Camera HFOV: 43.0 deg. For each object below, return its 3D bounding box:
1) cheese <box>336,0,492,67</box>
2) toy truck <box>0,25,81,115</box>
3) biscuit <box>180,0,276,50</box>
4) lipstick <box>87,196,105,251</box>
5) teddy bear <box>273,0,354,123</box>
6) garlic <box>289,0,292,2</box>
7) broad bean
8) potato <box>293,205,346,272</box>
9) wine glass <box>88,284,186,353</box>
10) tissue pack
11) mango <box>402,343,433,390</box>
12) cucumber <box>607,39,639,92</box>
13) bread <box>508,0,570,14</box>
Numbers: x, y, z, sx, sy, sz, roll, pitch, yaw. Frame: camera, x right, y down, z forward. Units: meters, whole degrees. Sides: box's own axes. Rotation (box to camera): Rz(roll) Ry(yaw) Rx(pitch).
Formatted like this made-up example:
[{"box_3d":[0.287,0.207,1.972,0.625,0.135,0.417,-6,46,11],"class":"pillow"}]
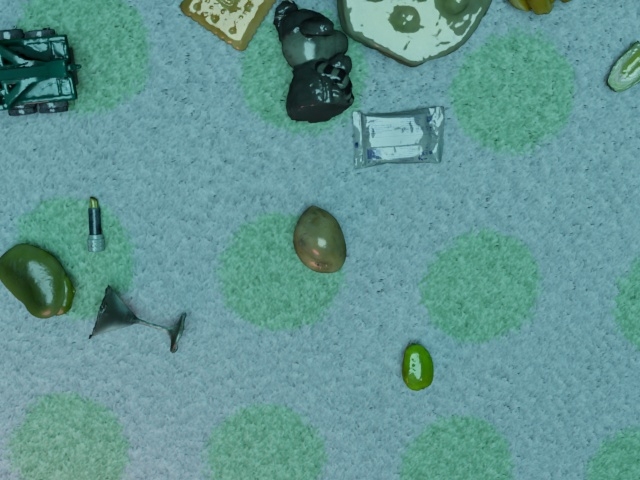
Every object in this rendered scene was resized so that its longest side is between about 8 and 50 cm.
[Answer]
[{"box_3d":[0.179,-0.511,1.597,0.318,0.115,0.326,-19,104,1],"class":"cheese"},{"box_3d":[-0.637,-0.319,1.558,0.363,0.178,0.176,-6,104,0],"class":"toy truck"},{"box_3d":[-0.153,-0.520,1.615,0.160,0.030,0.249,34,98,-11],"class":"biscuit"},{"box_3d":[-0.473,-0.035,1.708,0.037,0.037,0.116,0,99,-4],"class":"lipstick"},{"box_3d":[0.001,-0.360,1.601,0.144,0.171,0.251,-8,98,-22],"class":"teddy bear"},{"box_3d":[-0.055,-0.608,1.552,0.148,0.128,0.266,-28,86,37],"class":"garlic"},{"box_3d":[-0.594,0.087,1.702,0.124,0.082,0.174,-34,104,6],"class":"broad bean"},{"box_3d":[0.002,0.002,1.713,0.112,0.112,0.147,-22,110,1],"class":"potato"},{"box_3d":[-0.385,0.175,1.727,0.183,0.122,0.122,20,101,-14],"class":"wine glass"},{"box_3d":[0.166,-0.216,1.711,0.193,0.026,0.122,-4,104,-3],"class":"tissue pack"},{"box_3d":[0.216,0.283,1.817,0.073,0.056,0.108,-12,101,-7],"class":"mango"},{"box_3d":[0.648,-0.358,1.707,0.107,0.035,0.067,-45,84,8],"class":"cucumber"},{"box_3d":[0.503,-0.572,1.603,0.311,0.121,0.173,-34,104,5],"class":"bread"}]
